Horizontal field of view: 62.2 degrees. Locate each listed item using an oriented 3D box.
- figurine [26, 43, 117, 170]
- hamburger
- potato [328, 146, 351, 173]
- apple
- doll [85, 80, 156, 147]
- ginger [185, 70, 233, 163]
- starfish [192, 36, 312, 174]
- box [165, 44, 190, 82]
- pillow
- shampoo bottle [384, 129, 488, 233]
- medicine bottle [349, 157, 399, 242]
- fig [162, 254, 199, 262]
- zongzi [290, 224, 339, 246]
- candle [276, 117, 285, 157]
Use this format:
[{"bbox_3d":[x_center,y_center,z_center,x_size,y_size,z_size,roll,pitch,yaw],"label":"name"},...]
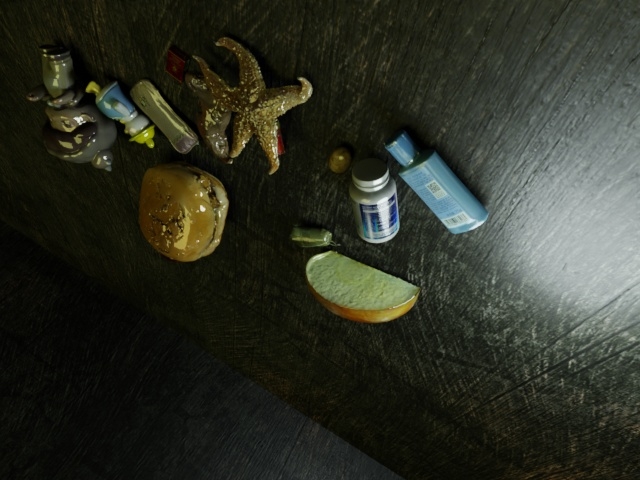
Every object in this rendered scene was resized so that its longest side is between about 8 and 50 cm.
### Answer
[{"bbox_3d":[-0.757,-0.398,1.617,0.249,0.203,0.380,16,133,19],"label":"figurine"},{"bbox_3d":[-0.443,-0.093,1.670,0.284,0.174,0.304,26,116,24],"label":"hamburger"},{"bbox_3d":[0.046,-0.188,1.235,0.051,0.040,0.083,29,152,-6],"label":"potato"},{"bbox_3d":[0.113,0.149,1.550,0.346,0.254,0.179,21,105,24],"label":"apple"},{"bbox_3d":[-0.568,-0.369,1.544,0.135,0.098,0.241,-14,122,48],"label":"doll"},{"bbox_3d":[-0.275,-0.316,1.360,0.122,0.084,0.290,50,159,26],"label":"ginger"},{"bbox_3d":[-0.164,-0.295,1.205,0.299,0.060,0.302,15,125,17],"label":"starfish"},{"bbox_3d":[-0.353,-0.434,1.310,0.051,0.023,0.082,37,149,0],"label":"box"},{"bbox_3d":[-0.441,-0.348,1.502,0.232,0.038,0.131,49,145,-17],"label":"pillow"},{"bbox_3d":[0.236,-0.124,1.113,0.258,0.061,0.104,45,149,-15],"label":"shampoo bottle"},{"bbox_3d":[0.124,-0.092,1.224,0.107,0.107,0.191,18,145,27],"label":"medicine bottle"},{"bbox_3d":[-0.531,-0.002,1.940,0.290,0.190,0.190,-11,126,50],"label":"fig"},{"bbox_3d":[0.000,0.000,1.551,0.154,0.062,0.130,6,162,17],"label":"zongzi"},{"bbox_3d":[-0.118,-0.251,1.302,0.052,0.052,0.130,21,147,24],"label":"candle"}]
